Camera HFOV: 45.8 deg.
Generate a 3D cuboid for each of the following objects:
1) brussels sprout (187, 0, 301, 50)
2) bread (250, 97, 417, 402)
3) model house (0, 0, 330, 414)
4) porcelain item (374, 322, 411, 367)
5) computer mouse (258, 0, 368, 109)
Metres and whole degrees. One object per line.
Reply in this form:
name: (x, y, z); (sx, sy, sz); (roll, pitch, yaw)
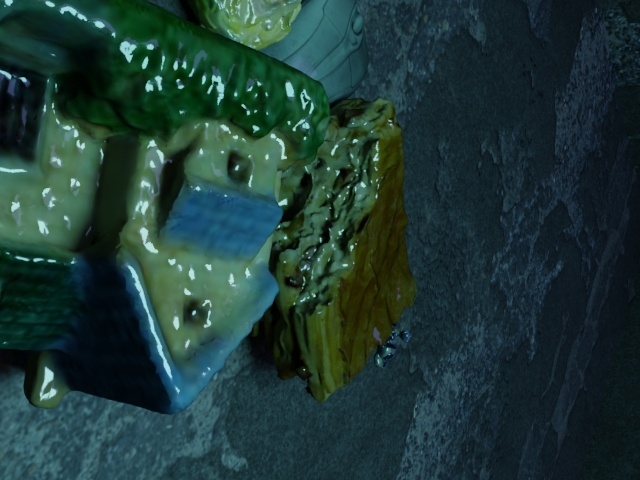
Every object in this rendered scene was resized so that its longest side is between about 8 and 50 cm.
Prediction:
brussels sprout: (-0.106, -0.329, 0.994); (0.152, 0.122, 0.149); (14, 104, -40)
bread: (0.000, 0.000, 1.095); (0.314, 0.192, 0.370); (-42, 133, -47)
model house: (-0.243, -0.016, 0.677); (0.382, 0.335, 0.342); (18, 77, -44)
porcelain item: (0.135, 0.174, 1.411); (0.021, 0.075, 0.136); (-13, 103, -53)
computer mouse: (-0.008, -0.286, 1.142); (0.371, 0.122, 0.188); (-55, 135, -39)
